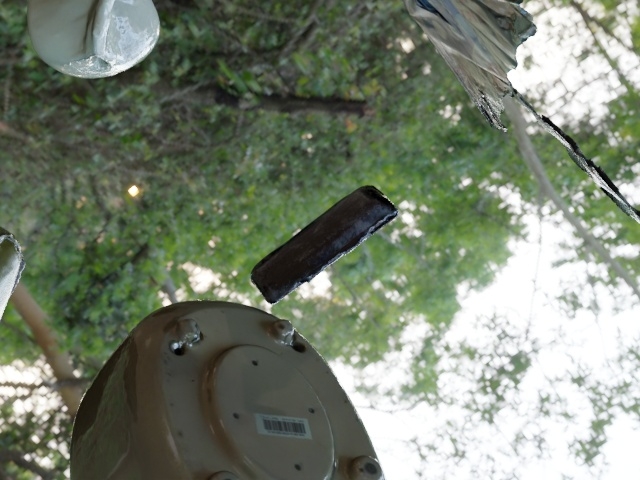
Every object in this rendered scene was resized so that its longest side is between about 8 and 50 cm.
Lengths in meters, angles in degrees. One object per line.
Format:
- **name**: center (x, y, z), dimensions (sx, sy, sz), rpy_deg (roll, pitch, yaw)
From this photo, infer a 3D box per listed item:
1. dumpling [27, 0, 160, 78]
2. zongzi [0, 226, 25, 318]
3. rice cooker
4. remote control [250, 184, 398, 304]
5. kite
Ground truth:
- **dumpling**: center (-0.213, -0.230, 0.851), dimensions (0.229, 0.124, 0.151), rpy_deg (25, -74, 63)
- **zongzi**: center (-0.474, 0.168, 0.894), dimensions (0.356, 0.174, 0.393), rpy_deg (-62, -172, 18)
- **rice cooker**: center (-0.044, 0.123, 0.440), dimensions (0.127, 0.145, 0.206), rpy_deg (-62, -139, 32)
- **remote control**: center (0.000, 0.000, 0.529), dimensions (0.096, 0.014, 0.039), rpy_deg (-37, -141, -4)
- **kite**: center (0.115, -0.121, 0.607), dimensions (0.011, 0.314, 0.335), rpy_deg (-42, 171, 5)
